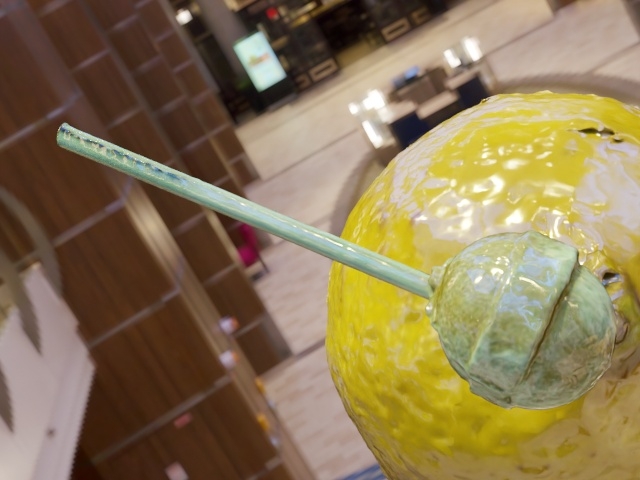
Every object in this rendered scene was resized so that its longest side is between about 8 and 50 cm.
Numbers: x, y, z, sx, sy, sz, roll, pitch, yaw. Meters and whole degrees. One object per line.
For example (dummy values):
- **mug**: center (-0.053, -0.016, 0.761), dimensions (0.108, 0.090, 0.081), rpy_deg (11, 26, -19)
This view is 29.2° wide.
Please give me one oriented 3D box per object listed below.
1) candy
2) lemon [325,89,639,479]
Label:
- **candy**: center (0.000, 0.000, 0.407), dimensions (0.203, 0.061, 0.061), rpy_deg (22, 36, 14)
- **lemon**: center (0.123, 0.042, 0.686), dimensions (0.253, 0.253, 0.310), rpy_deg (-29, -5, 3)
